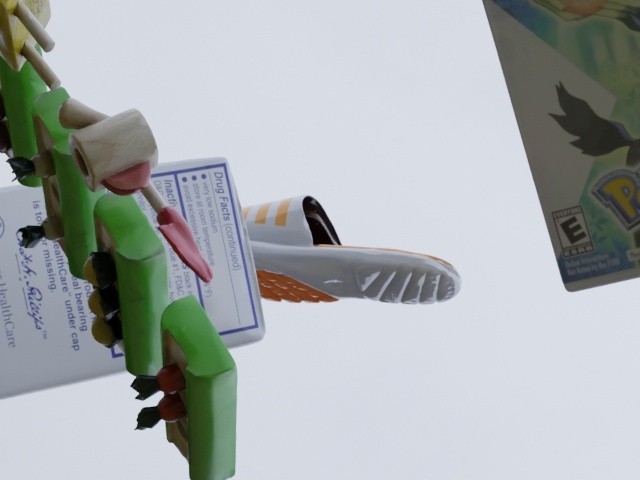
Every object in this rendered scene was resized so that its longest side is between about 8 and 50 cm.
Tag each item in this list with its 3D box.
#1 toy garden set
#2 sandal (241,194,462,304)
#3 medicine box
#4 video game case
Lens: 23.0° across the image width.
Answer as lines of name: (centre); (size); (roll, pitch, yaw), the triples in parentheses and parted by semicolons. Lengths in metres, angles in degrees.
toy garden set: (-0.117, -0.023, 0.729); (0.244, 0.049, 0.204); (55, -22, 28)
sandal: (0.005, 0.005, 1.360); (0.265, 0.076, 0.102); (4, -26, 26)
medicine box: (-0.233, 0.046, 1.224); (0.263, 0.289, 0.149); (-17, -97, 61)
video game case: (0.309, -0.134, 1.271); (0.329, 0.036, 0.300); (-15, -87, 33)
